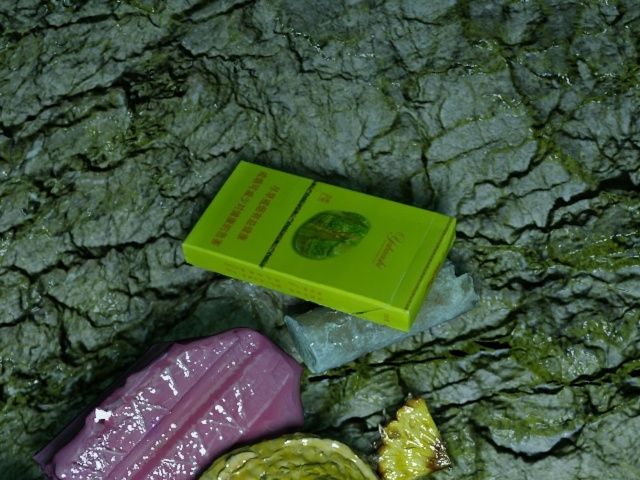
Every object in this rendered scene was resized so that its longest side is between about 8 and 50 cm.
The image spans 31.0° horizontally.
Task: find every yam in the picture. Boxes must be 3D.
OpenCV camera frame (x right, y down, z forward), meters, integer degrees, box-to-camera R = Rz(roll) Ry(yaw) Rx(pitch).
[{"bbox_3d":[0.087,0.099,1.577,0.259,0.093,0.093,-21,67,-13],"label":"yam"}]

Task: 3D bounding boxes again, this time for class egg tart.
[{"bbox_3d":[-0.031,0.370,1.364,0.294,0.123,0.294,-1,92,-23],"label":"egg tart"}]

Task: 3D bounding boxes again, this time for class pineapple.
[{"bbox_3d":[0.120,0.277,1.513,0.116,0.069,0.137,25,75,3],"label":"pineapple"}]

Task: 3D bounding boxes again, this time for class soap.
[{"bbox_3d":[-0.170,0.235,1.440,0.325,0.127,0.220,-43,106,-18],"label":"soap"}]

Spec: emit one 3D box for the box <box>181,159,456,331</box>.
[{"bbox_3d":[0.000,0.000,1.583,0.335,0.047,0.187,16,49,19],"label":"box"}]

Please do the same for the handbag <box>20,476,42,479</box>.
[{"bbox_3d":[-0.361,0.372,1.334,0.181,0.254,0.181,-8,80,-8],"label":"handbag"}]
